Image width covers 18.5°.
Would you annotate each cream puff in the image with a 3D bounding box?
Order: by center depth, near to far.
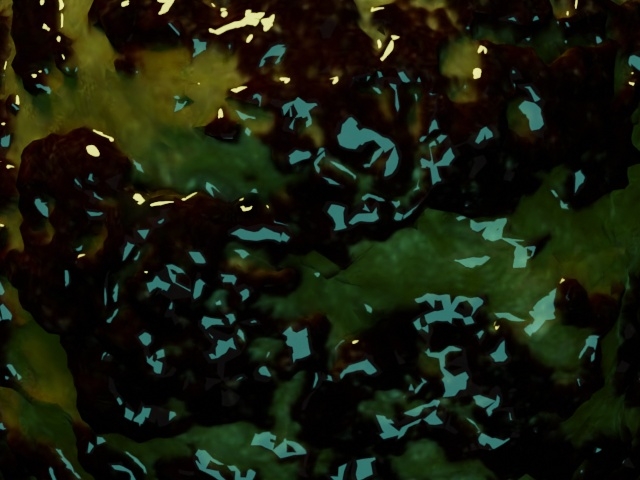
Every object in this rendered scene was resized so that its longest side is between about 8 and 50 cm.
[{"bbox_3d":[0.000,0.000,0.530,0.239,0.165,0.239,-3,112,-8],"label":"cream puff"}]
